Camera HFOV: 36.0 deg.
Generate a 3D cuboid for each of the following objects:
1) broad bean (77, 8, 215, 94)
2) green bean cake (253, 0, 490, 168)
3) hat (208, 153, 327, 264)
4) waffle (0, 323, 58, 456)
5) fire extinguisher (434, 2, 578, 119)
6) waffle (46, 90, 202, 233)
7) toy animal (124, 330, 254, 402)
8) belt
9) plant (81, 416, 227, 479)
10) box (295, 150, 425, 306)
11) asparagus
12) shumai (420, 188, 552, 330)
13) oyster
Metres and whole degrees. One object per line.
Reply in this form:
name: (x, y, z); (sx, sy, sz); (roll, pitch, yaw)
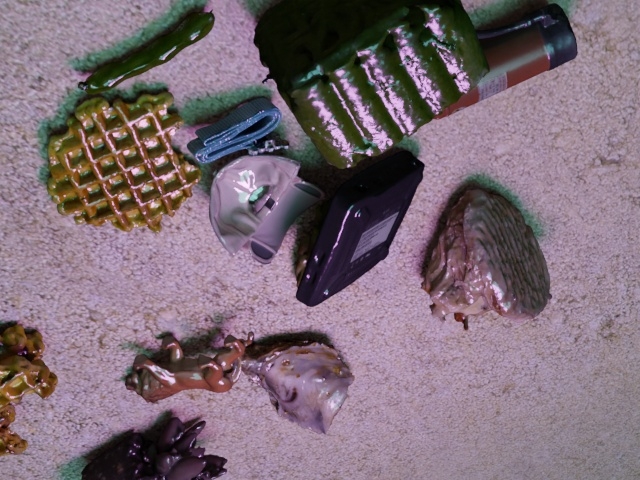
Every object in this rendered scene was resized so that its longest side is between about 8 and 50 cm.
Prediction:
broad bean: (-0.284, -0.309, 1.629); (0.256, 0.052, 0.053); (-27, 159, 4)
green bean cake: (0.065, -0.315, 1.581); (0.335, 0.319, 0.218); (-31, 132, 2)
hat: (-0.109, -0.079, 1.904); (0.219, 0.164, 0.226); (-50, 171, 7)
waffle: (-0.690, 0.317, 1.992); (0.261, 0.151, 0.324); (9, 126, -33)
fire extinguisher: (0.269, -0.332, 1.791); (0.375, 0.113, 0.200); (-25, 129, 1)
waffle: (-0.347, -0.131, 1.767); (0.281, 0.058, 0.301); (-5, 132, -19)
toy animal: (-0.285, 0.285, 2.130); (0.312, 0.097, 0.158); (-4, 132, 10)
belt: (-0.151, -0.184, 1.774); (0.179, 0.065, 0.100); (-26, 133, -16)
plant: (-0.385, 0.545, 2.292); (0.320, 0.194, 0.182); (-25, 139, 6)
box: (0.081, -0.021, 1.936); (0.290, 0.073, 0.289); (-31, 149, -49)
asparagus: (0.000, 0.000, 2.018); (0.080, 0.080, 0.287); (2, 131, -23)
shumai: (0.320, 0.048, 2.149); (0.262, 0.267, 0.314); (-16, 113, 36)
oyster: (-0.049, 0.306, 2.285); (0.204, 0.111, 0.396); (-49, 131, 2)
